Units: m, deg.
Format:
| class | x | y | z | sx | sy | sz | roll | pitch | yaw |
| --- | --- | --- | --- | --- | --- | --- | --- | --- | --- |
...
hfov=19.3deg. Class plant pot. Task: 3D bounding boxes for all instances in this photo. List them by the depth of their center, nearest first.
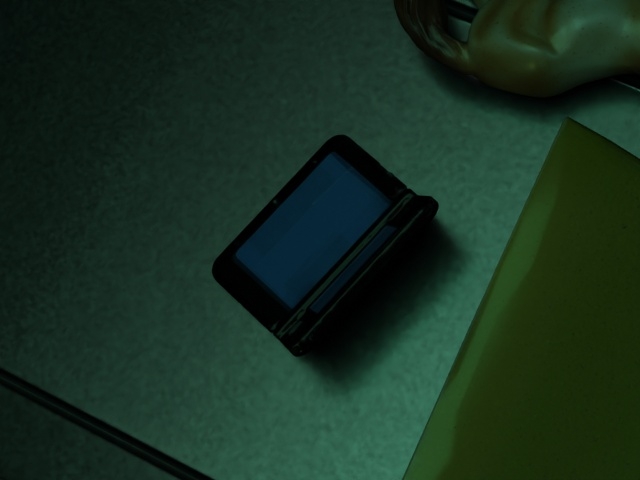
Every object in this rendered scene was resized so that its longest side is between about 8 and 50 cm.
| class | x | y | z | sx | sy | sz | roll | pitch | yaw |
| --- | --- | --- | --- | --- | --- | --- | --- | --- | --- |
| plant pot | 0.165 | 0.091 | 0.982 | 0.187 | 0.212 | 0.212 | 24 | 80 | 8 |

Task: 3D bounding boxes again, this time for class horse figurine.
| class | x | y | z | sx | sy | sz | roll | pitch | yaw |
| --- | --- | --- | --- | --- | --- | --- | --- | --- | --- |
| horse figurine | 0.158 | -0.148 | 1.126 | 0.263 | 0.066 | 0.174 | -4 | 66 | 12 |

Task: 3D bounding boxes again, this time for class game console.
| class | x | y | z | sx | sy | sz | roll | pitch | yaw |
| --- | --- | --- | --- | --- | --- | --- | --- | --- | --- |
| game console | 0.000 | 0.000 | 1.121 | 0.071 | 0.107 | 0.122 | 43 | 88 | -5 |

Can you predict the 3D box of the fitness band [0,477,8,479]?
| class | x | y | z | sx | sy | sz | roll | pitch | yaw |
| --- | --- | --- | --- | --- | --- | --- | --- | --- | --- |
| fitness band | -0.272 | 0.227 | 1.133 | 0.291 | 0.054 | 0.209 | 13 | 77 | 20 |
